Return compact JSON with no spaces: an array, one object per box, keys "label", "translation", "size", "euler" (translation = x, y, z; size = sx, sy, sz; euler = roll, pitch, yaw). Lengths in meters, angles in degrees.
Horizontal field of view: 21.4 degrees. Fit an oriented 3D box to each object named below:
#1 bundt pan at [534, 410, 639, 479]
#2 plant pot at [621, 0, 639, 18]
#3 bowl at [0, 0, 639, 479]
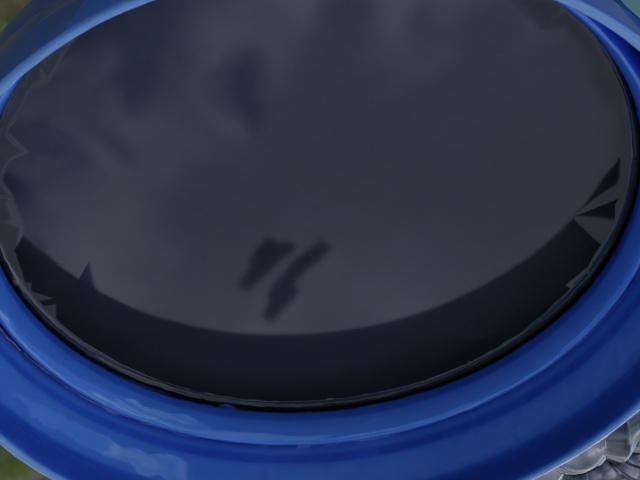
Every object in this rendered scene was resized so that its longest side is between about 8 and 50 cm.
[{"label":"bundt pan","translation":[0.255,0.186,1.675],"size":[0.331,0.124,0.331],"euler":[-18,161,-6]},{"label":"plant pot","translation":[0.181,-0.264,1.158],"size":[0.341,0.341,0.334],"euler":[-20,166,-45]},{"label":"bowl","translation":[0.000,0.000,0.827],"size":[0.391,0.077,0.391],"euler":[-3,135,-3]}]
